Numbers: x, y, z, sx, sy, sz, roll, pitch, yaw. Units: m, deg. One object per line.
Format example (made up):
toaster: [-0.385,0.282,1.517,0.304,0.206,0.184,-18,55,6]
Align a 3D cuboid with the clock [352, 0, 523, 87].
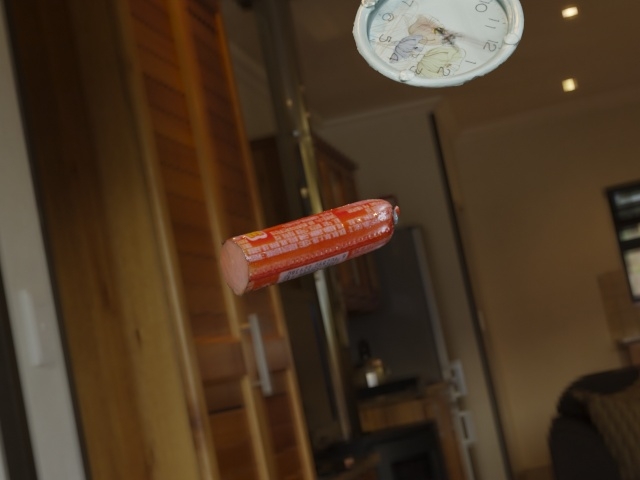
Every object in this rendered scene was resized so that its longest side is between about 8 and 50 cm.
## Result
clock: [0.165,-0.292,1.767,0.236,0.236,0.053,-11,-35,-1]

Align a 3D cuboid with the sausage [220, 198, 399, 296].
sausage: [0.000,0.000,1.639,0.274,0.074,0.074,-17,-3,-32]
